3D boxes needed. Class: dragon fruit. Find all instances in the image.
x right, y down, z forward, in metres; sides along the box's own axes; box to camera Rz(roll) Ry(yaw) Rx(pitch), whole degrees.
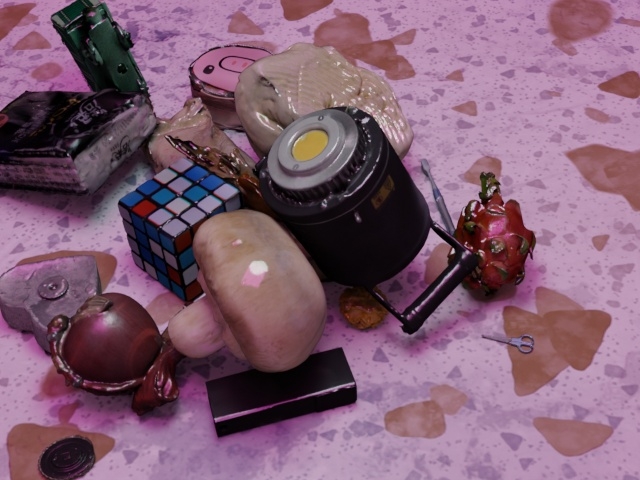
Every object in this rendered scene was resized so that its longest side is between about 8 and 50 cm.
[{"bbox_3d":[0.284,-0.013,1.619,0.135,0.137,0.236,9,46,-9],"label":"dragon fruit"}]

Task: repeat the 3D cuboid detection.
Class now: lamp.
[{"bbox_3d":[-0.300,0.159,1.491,0.223,0.151,0.215,41,54,-17],"label":"lamp"},{"bbox_3d":[0.043,-0.064,1.472,0.374,0.272,0.205,41,83,24],"label":"lamp"}]

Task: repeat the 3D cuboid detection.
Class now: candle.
[{"bbox_3d":[-0.431,0.095,1.603,0.192,0.068,0.168,28,51,23],"label":"candle"}]

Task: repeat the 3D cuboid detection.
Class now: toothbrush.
[{"bbox_3d":[0.216,-0.075,1.767,0.016,0.019,0.219,-11,46,-5],"label":"toothbrush"}]

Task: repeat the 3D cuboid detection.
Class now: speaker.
[{"bbox_3d":[-0.059,0.229,1.460,0.218,0.044,0.082,-14,46,-10],"label":"speaker"}]

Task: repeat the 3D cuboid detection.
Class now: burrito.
[{"bbox_3d":[-0.232,-0.147,1.809,0.175,0.107,0.348,-40,48,-5],"label":"burrito"}]

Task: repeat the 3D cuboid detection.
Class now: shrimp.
[{"bbox_3d":[-0.153,-0.126,1.644,0.262,0.117,0.066,36,71,5],"label":"shrimp"}]

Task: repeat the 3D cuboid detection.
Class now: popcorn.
[{"bbox_3d":[0.072,0.104,1.569,0.082,0.057,0.083,30,53,26],"label":"popcorn"}]

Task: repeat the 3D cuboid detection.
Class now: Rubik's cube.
[{"bbox_3d":[-0.228,-0.020,1.643,0.151,0.154,0.155,32,54,31],"label":"Rubik's cube"}]

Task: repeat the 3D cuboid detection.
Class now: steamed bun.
[{"bbox_3d":[-0.009,-0.211,1.773,0.320,0.206,0.275,41,50,-5],"label":"steamed bun"}]

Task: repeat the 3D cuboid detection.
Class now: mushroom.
[{"bbox_3d":[-0.120,0.087,1.435,0.234,0.260,0.254,-28,88,-3],"label":"mushroom"}]

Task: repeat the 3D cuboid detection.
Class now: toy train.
[{"bbox_3d":[-0.426,-0.355,1.916,0.115,0.269,0.154,-40,49,-16],"label":"toy train"}]

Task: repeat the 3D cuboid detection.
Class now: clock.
[{"bbox_3d":[-0.372,0.319,1.414,0.083,0.010,0.074,-14,46,-11],"label":"clock"}]

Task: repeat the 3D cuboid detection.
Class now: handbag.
[{"bbox_3d":[-0.171,-0.312,1.960,0.205,0.116,0.179,17,49,18],"label":"handbag"}]

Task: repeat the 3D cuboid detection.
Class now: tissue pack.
[{"bbox_3d":[-0.497,-0.198,1.818,0.332,0.123,0.245,6,44,31],"label":"tissue pack"}]

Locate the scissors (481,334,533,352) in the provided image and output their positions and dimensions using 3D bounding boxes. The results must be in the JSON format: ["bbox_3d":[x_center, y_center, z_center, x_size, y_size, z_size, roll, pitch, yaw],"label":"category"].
[{"bbox_3d":[0.297,0.159,1.536,0.083,0.006,0.036,9,48,12],"label":"scissors"}]

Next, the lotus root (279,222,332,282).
[{"bbox_3d":[0.000,0.000,1.668,0.260,0.074,0.170,-22,43,-17],"label":"lotus root"}]
